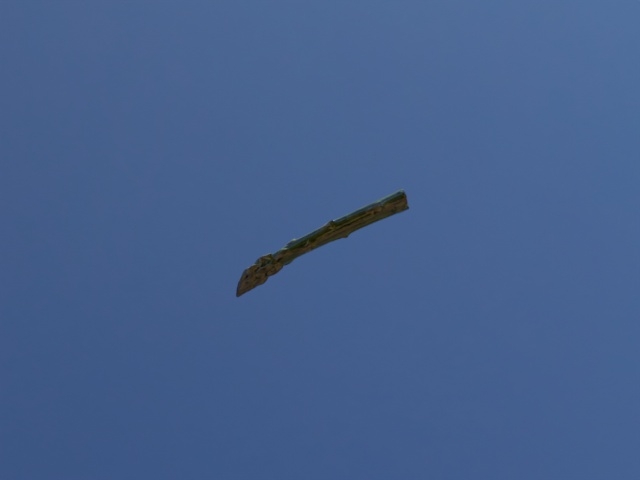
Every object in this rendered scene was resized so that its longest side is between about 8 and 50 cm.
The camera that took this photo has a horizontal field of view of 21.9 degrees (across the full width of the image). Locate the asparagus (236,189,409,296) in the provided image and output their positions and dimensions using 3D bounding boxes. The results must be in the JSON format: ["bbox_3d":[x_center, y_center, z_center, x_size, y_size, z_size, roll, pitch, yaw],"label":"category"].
[{"bbox_3d":[0.000,0.000,0.930,0.114,0.014,0.015,-26,-98,-15],"label":"asparagus"}]
